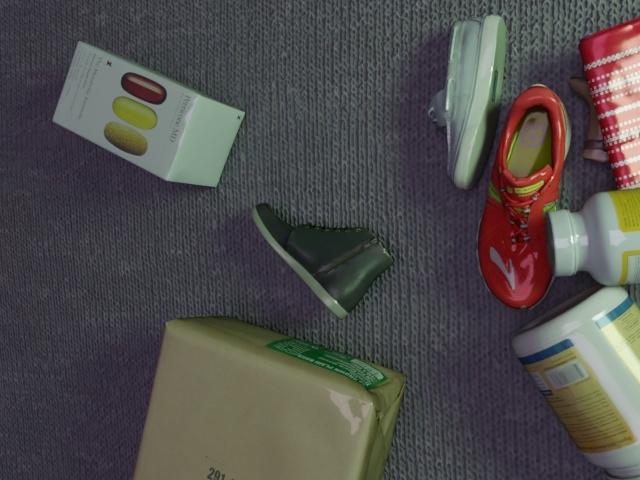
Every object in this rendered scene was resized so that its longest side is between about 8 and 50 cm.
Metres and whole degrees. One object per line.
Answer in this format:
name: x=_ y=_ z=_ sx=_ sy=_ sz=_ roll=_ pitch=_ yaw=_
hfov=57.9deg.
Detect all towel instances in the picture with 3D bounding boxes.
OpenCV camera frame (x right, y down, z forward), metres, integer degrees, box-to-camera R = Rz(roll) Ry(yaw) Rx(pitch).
towel: x=0.427 y=-0.134 z=0.652 sx=0.199 sy=0.031 sz=0.275 roll=-16 pitch=90 yaw=14

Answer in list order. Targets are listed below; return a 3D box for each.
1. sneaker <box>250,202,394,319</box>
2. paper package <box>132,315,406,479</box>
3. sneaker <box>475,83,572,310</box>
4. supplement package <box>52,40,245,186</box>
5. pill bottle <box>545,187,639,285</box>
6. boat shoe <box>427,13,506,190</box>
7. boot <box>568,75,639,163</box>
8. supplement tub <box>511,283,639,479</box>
sneaker: x=0.000 y=0.000 z=0.843 sx=0.118 sy=0.083 sz=0.222 roll=-43 pitch=67 yaw=-2
paper package: x=-0.081 y=0.290 z=0.820 sx=0.325 sy=0.168 sz=0.309 roll=15 pitch=96 yaw=22
sneaker: x=0.242 y=-0.051 z=0.709 sx=0.107 sy=0.118 sz=0.279 roll=5 pitch=92 yaw=23
supplement package: x=-0.268 y=-0.195 z=0.910 sx=0.244 sy=0.134 sz=0.139 roll=26 pitch=100 yaw=20
pill bottle: x=0.343 y=-0.005 z=0.619 sx=0.184 sy=0.103 sz=0.103 roll=-6 pitch=88 yaw=15
boat shoe: x=0.187 y=-0.180 z=0.760 sx=0.081 sy=0.079 sz=0.227 roll=9 pitch=89 yaw=31
boot: x=0.345 y=-0.140 z=0.707 sx=0.118 sy=0.042 sz=0.087 roll=28 pitch=101 yaw=19
supplement tub: x=0.331 y=0.163 z=0.659 sx=0.144 sy=0.144 sz=0.199 roll=-35 pitch=78 yaw=19
